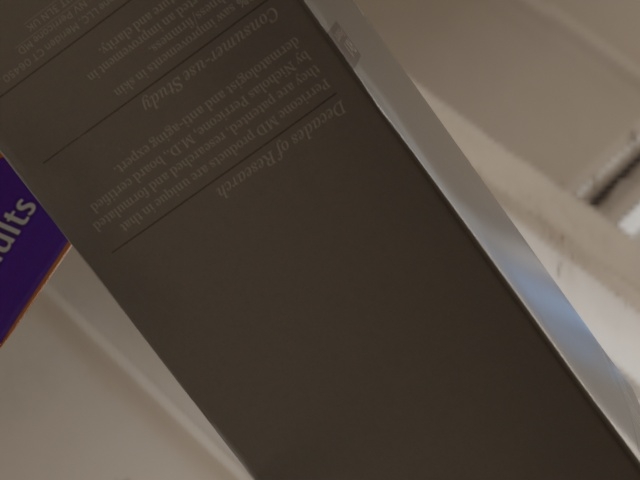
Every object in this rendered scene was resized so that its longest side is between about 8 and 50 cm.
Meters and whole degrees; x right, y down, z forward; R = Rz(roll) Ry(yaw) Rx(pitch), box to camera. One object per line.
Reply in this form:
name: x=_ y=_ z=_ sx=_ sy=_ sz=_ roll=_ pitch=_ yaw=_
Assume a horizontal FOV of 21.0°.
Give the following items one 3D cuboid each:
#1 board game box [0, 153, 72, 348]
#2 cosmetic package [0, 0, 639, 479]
board game box: x=-0.214 y=-0.244 z=0.670 sx=0.356 sy=0.356 sz=0.356 roll=-55 pitch=-147 yaw=14
cosmetic package: x=0.000 y=0.000 z=0.531 sx=0.107 sy=0.127 sz=0.238 roll=-38 pitch=-79 yaw=11
